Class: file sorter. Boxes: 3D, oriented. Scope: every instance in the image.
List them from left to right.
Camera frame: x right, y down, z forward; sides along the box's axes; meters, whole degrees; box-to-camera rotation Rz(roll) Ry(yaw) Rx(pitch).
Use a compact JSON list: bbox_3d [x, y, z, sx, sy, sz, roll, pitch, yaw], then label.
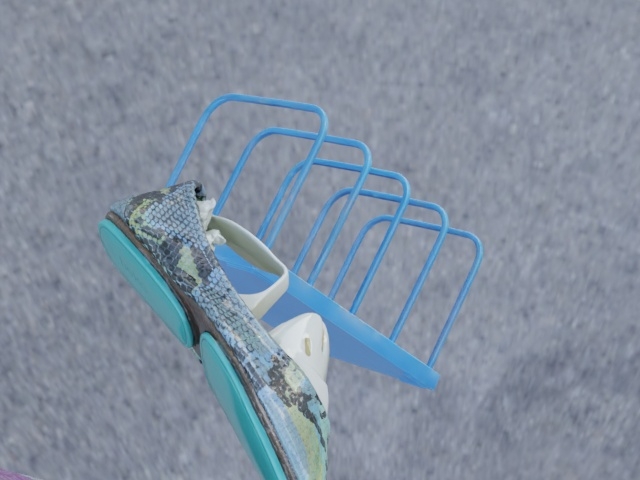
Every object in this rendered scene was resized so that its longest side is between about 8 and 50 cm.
[{"bbox_3d":[0.000,0.000,0.880,0.118,0.170,0.104,14,73,47],"label":"file sorter"}]

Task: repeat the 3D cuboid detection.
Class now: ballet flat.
[{"bbox_3d":[-0.033,0.039,0.660,0.070,0.070,0.188,-30,60,-12],"label":"ballet flat"}]

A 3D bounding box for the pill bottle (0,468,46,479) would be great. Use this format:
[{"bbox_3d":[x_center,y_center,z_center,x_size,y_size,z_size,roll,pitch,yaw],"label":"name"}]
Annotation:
[{"bbox_3d":[-0.187,0.211,0.807,0.169,0.301,0.169,-2,75,9],"label":"pill bottle"}]
